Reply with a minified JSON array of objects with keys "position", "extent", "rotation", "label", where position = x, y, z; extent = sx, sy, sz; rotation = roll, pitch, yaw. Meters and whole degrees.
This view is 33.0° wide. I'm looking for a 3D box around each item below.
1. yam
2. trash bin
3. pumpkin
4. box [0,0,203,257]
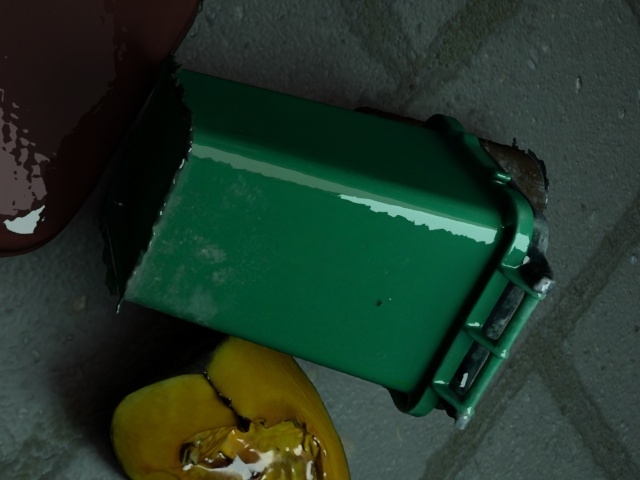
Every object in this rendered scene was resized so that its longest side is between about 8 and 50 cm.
[{"position":[0.142,-0.081,1.309],"extent":[0.279,0.131,0.131],"rotation":[11,83,-33],"label":"yam"},{"position":[0.000,0.000,1.044],"extent":[0.381,0.295,0.259],"rotation":[14,115,-24],"label":"trash bin"},{"position":[-0.104,0.191,1.144],"extent":[0.312,0.169,0.148],"rotation":[53,28,-37],"label":"pumpkin"},{"position":[-0.278,-0.186,1.012],"extent":[0.263,0.108,0.404],"rotation":[38,69,-27],"label":"box"}]
